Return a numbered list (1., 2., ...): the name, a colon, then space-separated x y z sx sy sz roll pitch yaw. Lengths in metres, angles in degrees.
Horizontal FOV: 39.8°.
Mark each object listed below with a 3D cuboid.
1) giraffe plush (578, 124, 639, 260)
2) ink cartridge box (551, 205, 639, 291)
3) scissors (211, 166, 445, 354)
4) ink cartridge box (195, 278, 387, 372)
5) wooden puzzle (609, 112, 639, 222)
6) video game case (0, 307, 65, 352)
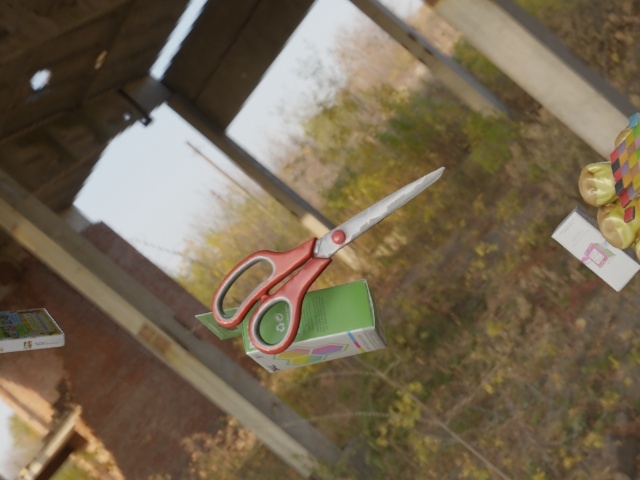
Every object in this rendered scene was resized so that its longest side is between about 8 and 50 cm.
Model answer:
1. giraffe plush: 0.451 -0.083 1.094 0.210 0.181 0.170 -30 1 39
2. ink cartridge box: 0.402 0.010 1.282 0.052 0.122 0.088 -50 -9 19
3. scissors: 0.000 0.000 0.966 0.297 0.109 0.021 -48 -18 9
4. ink cartridge box: -0.032 0.110 1.058 0.209 0.062 0.109 -13 -22 8
5. wooden puzzle: 0.223 -0.056 0.623 0.049 0.006 0.083 119 161 -51
6. video game case: -0.576 0.161 1.563 0.227 0.206 0.026 -164 72 -63
